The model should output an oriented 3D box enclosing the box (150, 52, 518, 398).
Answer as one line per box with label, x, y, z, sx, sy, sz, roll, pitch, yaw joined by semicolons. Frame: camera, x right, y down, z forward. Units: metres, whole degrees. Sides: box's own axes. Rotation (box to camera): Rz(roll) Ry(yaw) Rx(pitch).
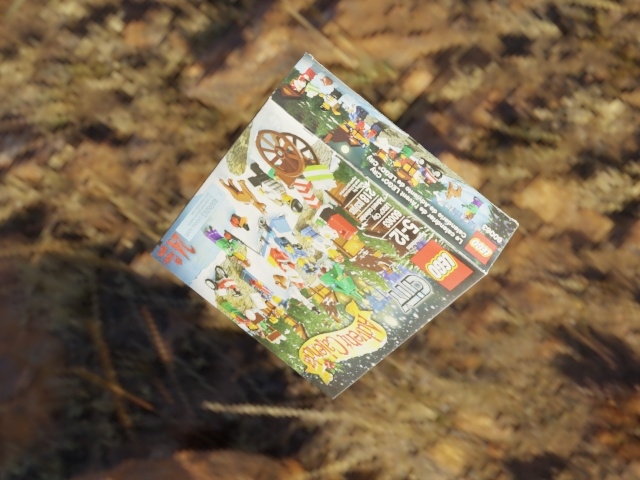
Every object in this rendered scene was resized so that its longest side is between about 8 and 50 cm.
box;0.000;0.000;1.076;0.044;0.159;0.233;-53;3;-32
